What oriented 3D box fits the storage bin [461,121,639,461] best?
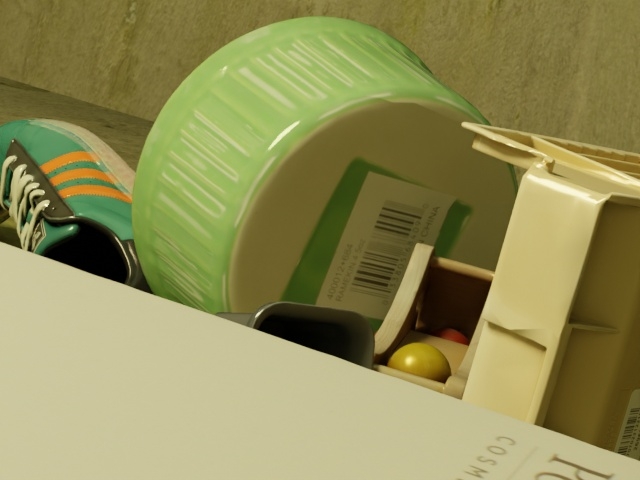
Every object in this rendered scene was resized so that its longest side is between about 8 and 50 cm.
[{"bbox_3d":[0.149,0.087,0.806,0.123,0.262,0.260,24,13,41],"label":"storage bin"}]

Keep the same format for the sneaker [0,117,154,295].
[{"bbox_3d":[-0.228,-0.020,1.319,0.302,0.108,0.121,33,33,31],"label":"sneaker"}]

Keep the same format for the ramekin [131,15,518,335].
[{"bbox_3d":[0.014,-0.016,1.183,0.303,0.303,0.148,9,17,-32],"label":"ramekin"}]

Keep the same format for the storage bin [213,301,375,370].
[{"bbox_3d":[-0.038,0.102,0.888,0.098,0.135,0.091,9,-2,-30],"label":"storage bin"}]

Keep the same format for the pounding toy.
[{"bbox_3d":[0.114,0.098,1.045,0.154,0.154,0.269,15,9,12],"label":"pounding toy"}]

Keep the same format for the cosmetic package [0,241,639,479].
[{"bbox_3d":[-0.152,0.102,0.436,0.453,0.162,0.230,17,20,20],"label":"cosmetic package"}]

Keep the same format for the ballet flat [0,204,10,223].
[{"bbox_3d":[-0.470,-0.078,1.468,0.348,0.123,0.123,12,8,-8],"label":"ballet flat"}]
